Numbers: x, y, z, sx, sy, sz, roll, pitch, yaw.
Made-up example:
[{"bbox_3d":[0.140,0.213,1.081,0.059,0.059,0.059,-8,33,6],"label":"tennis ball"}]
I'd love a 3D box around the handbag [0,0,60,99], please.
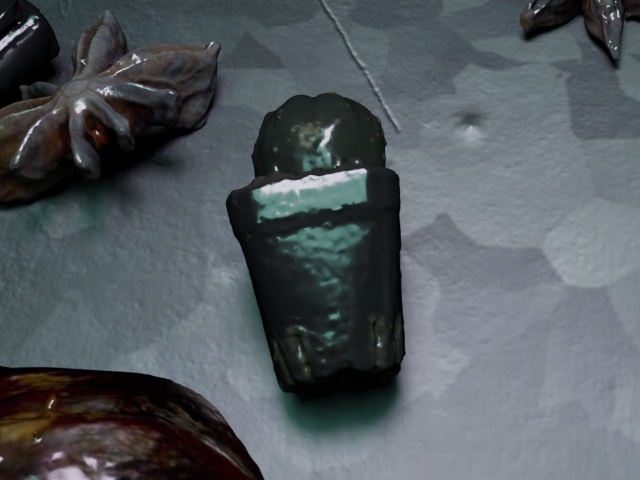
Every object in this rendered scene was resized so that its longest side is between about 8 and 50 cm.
[{"bbox_3d":[-0.433,-0.201,1.117,0.275,0.088,0.244,35,71,30],"label":"handbag"}]

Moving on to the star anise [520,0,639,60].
[{"bbox_3d":[0.291,-0.267,1.086,0.208,0.063,0.171,-27,60,-10],"label":"star anise"}]

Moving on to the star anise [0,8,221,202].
[{"bbox_3d":[-0.215,-0.125,1.042,0.198,0.110,0.257,20,55,35],"label":"star anise"}]

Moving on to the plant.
[{"bbox_3d":[0.000,0.000,0.904,0.142,0.164,0.255,-6,69,4],"label":"plant"}]

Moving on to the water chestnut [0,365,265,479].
[{"bbox_3d":[-0.157,0.248,0.621,0.335,0.335,0.347,-31,29,-12],"label":"water chestnut"}]
